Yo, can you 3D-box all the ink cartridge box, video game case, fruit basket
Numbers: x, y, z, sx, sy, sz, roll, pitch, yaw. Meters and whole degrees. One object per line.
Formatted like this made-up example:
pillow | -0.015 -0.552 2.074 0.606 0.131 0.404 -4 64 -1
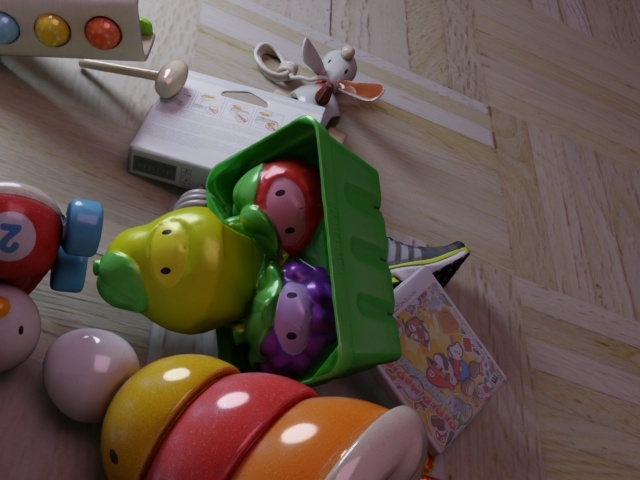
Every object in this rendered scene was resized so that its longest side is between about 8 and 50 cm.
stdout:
ink cartridge box | -0.147 -0.165 1.789 0.275 0.060 0.238 16 41 1
video game case | 0.165 0.178 1.668 0.206 0.026 0.227 -37 93 -41
fruit basket | -0.099 0.032 1.497 0.392 0.283 0.391 21 58 -38

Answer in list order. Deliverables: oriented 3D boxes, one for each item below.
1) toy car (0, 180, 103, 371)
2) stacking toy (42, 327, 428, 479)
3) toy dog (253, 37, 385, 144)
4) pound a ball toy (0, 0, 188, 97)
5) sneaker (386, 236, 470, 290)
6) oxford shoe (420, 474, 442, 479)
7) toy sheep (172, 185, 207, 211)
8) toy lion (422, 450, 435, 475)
toy car | -0.394 0.070 1.347 0.219 0.210 0.237 8 60 -19
stacking toy | -0.143 0.257 1.321 0.480 0.350 0.351 28 36 21
toy dog | 0.006 -0.279 1.982 0.220 0.161 0.333 18 43 -21
pound a ball toy | -0.379 -0.316 1.723 0.319 0.208 0.135 4 41 4
sneaker | 0.131 0.035 1.815 0.300 0.111 0.121 -12 57 -44
oxford shoe | 0.111 0.364 1.515 0.271 0.097 0.098 25 73 -22
toy sheep | -0.187 -0.033 1.664 0.091 0.091 0.132 14 45 -25
toy lion | 0.135 0.300 1.621 0.096 0.034 0.100 47 40 2
